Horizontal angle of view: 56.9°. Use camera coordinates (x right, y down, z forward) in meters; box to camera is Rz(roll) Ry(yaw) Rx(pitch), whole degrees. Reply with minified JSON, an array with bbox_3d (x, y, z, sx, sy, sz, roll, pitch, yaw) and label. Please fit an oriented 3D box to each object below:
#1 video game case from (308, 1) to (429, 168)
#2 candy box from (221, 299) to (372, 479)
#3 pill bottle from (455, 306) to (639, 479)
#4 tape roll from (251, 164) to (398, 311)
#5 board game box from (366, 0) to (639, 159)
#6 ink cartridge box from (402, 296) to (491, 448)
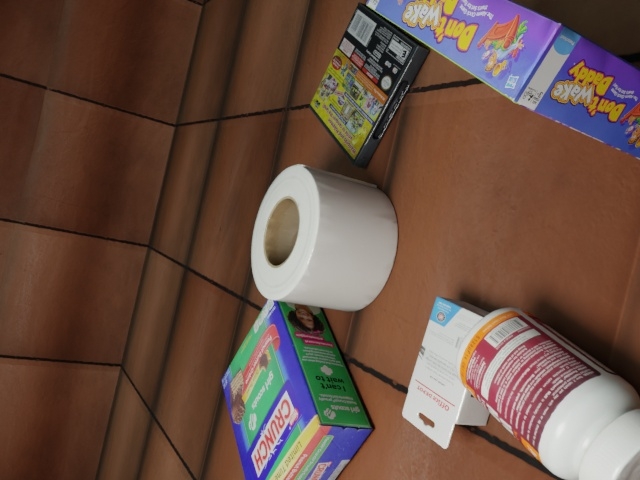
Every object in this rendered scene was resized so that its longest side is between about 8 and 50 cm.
[{"bbox_3d":[0.084,-0.317,1.187,0.248,0.035,0.275,-61,35,25],"label":"video game case"},{"bbox_3d":[-0.061,0.304,1.113,0.268,0.122,0.317,-60,36,27],"label":"candy box"},{"bbox_3d":[0.256,0.174,0.634,0.221,0.121,0.121,45,117,55],"label":"pill bottle"},{"bbox_3d":[0.000,0.000,1.077,0.246,0.169,0.246,-27,57,53],"label":"tape roll"},{"bbox_3d":[0.231,-0.232,0.715,0.078,0.233,0.347,-62,33,24],"label":"board game box"},{"bbox_3d":[0.186,0.179,0.807,0.104,0.060,0.180,25,101,58],"label":"ink cartridge box"}]
